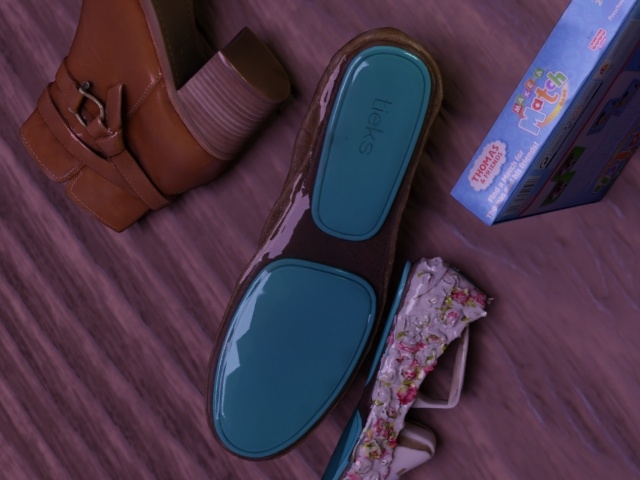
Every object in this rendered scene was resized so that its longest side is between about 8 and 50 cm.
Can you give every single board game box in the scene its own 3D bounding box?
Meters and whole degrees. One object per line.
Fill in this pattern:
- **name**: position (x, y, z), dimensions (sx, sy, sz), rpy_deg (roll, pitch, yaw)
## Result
- **board game box**: position (0.178, -0.091, 0.852), dimensions (0.039, 0.211, 0.160), rpy_deg (39, 112, 21)

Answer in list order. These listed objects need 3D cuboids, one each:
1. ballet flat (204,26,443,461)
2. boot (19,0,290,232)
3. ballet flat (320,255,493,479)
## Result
- **ballet flat**: position (0.000, 0.000, 1.017), dimensions (0.116, 0.124, 0.342), rpy_deg (16, 100, -6)
- **boot**: position (-0.180, -0.159, 1.100), dimensions (0.220, 0.109, 0.283), rpy_deg (-36, 99, 33)
- **ballet flat**: position (0.064, 0.127, 1.020), dimensions (0.077, 0.091, 0.241), rpy_deg (21, 111, 0)
